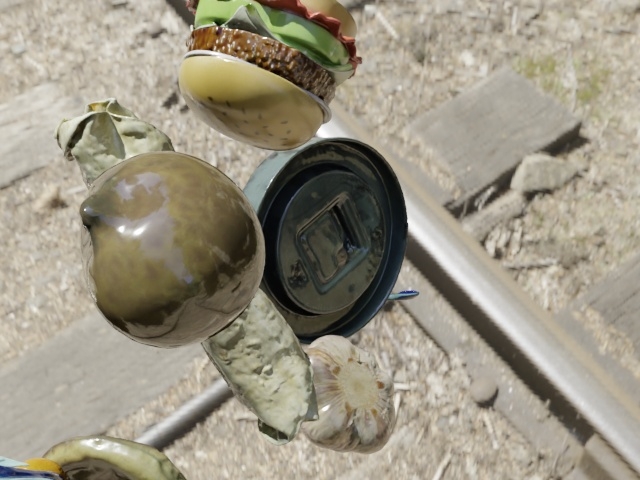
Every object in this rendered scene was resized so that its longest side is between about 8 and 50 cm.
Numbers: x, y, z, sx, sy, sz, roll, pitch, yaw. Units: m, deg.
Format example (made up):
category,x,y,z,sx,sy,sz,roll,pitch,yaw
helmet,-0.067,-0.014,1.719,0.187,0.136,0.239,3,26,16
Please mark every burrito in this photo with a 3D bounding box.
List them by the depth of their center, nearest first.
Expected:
category,x,y,z,sx,sy,sz,roll,pitch,yaw
burrito,-0.083,0.024,0.736,0.059,0.082,0.275,-41,105,-27

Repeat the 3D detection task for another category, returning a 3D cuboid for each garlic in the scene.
category,x,y,z,sx,sy,sz,roll,pitch,yaw
garlic,0.022,0.198,1.371,0.159,0.102,0.147,43,51,-8

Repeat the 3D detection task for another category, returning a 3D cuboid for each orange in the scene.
category,x,y,z,sx,sy,sz,roll,pitch,yaw
orange,-0.383,0.333,1.468,0.085,0.085,0.085,-1,54,1

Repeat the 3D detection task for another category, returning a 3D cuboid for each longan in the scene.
category,x,y,z,sx,sy,sz,roll,pitch,yaw
longan,-0.081,0.004,0.556,0.092,0.113,0.113,-29,47,30

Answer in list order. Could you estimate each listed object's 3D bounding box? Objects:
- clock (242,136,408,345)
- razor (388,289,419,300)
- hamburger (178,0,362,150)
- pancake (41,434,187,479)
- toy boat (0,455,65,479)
category,x,y,z,sx,sy,sz,roll,pitch,yaw
clock,0.000,-0.001,1.637,0.066,0.319,0.319,13,49,47
razor,0.129,0.108,2.167,0.155,0.044,0.028,7,56,-19
hamburger,-0.052,-0.156,0.988,0.175,0.175,0.137,15,77,12
pancake,-0.292,0.395,1.586,0.294,0.294,0.049,12,39,10
toy boat,-0.422,0.251,1.297,0.291,0.220,0.067,34,91,29
